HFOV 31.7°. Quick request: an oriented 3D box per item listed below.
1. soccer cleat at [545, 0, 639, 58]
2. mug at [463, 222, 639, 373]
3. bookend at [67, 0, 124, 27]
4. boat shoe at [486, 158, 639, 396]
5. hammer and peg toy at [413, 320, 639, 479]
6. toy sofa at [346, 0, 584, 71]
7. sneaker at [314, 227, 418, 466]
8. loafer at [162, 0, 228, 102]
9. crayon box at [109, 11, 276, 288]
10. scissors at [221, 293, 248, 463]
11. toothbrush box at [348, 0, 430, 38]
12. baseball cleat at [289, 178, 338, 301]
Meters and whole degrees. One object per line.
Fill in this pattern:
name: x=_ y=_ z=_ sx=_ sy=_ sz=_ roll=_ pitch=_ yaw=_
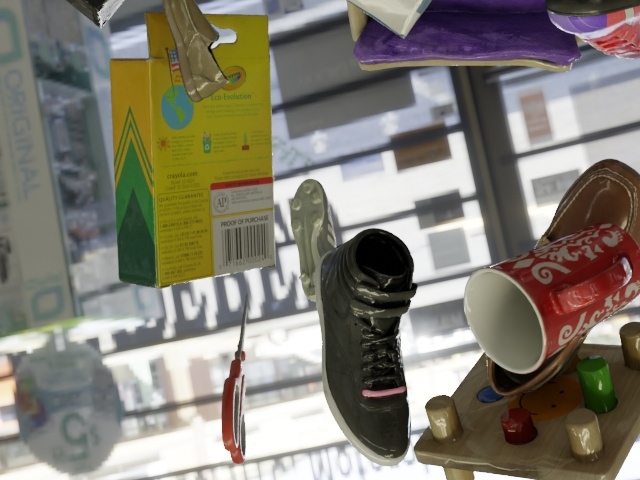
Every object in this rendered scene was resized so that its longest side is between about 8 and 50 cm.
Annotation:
soccer cleat: x=0.358 y=-0.262 z=1.331 sx=0.108 sy=0.117 sz=0.318 roll=18 pitch=-154 yaw=30
mug: x=0.258 y=0.057 z=1.148 sx=0.169 sy=0.113 sz=0.150 roll=-23 pitch=-154 yaw=-31
bookend: x=-0.251 y=-0.343 z=1.214 sx=0.156 sy=0.157 sz=0.072 roll=-53 pitch=-176 yaw=-8
boat shoe: x=0.284 y=0.058 z=1.305 sx=0.123 sy=0.325 sz=0.116 roll=29 pitch=-147 yaw=20
hammer and peg toy: x=0.243 y=0.227 z=1.350 sx=0.265 sy=0.127 sz=0.361 roll=1 pitch=-151 yaw=37
toy sofa: x=0.219 y=-0.367 z=1.682 sx=0.362 sy=0.177 sz=0.150 roll=3 pitch=143 yaw=12
sneaker: x=0.066 y=0.119 z=1.375 sx=0.104 sy=0.296 sz=0.147 roll=-2 pitch=155 yaw=-21
loafer: x=-0.135 y=-0.225 z=1.217 sx=0.050 sy=0.148 sz=0.056 roll=-13 pitch=-169 yaw=1
crayon box: x=-0.151 y=-0.115 z=1.375 sx=0.081 sy=0.319 sz=0.202 roll=7 pitch=-169 yaw=42
scissors: x=-0.110 y=0.162 z=1.520 sx=0.021 sy=0.297 sz=0.109 roll=-5 pitch=140 yaw=7
toothbrush box: x=0.144 y=-0.416 z=1.394 sx=0.216 sy=0.126 sz=0.295 roll=-55 pitch=-177 yaw=37
baseball cleat: x=0.000 y=0.000 z=1.889 sx=0.072 sy=0.206 sz=0.109 roll=0 pitch=-179 yaw=32
